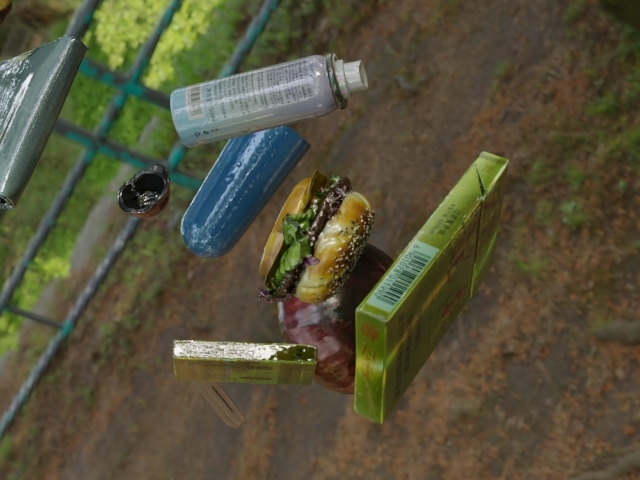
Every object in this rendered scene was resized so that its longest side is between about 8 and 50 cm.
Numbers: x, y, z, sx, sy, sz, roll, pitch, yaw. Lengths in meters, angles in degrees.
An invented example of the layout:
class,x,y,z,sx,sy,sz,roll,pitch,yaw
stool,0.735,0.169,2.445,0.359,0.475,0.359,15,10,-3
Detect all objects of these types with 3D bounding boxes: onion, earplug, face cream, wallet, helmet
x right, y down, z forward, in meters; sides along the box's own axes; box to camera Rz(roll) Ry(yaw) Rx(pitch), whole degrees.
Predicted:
class,x,y,z,sx,sy,sz,roll,pitch,yaw
onion,0.068,0.108,1.958,0.285,0.273,0.273,-20,49,35
earplug,-0.146,-0.090,2.116,0.273,0.132,0.132,-56,22,-3
face cream,-0.058,-0.169,1.429,0.229,0.075,0.075,-12,46,11
wallet,-0.441,-0.161,1.723,0.290,0.054,0.251,-1,66,59
helmet,-0.231,-0.062,1.653,0.084,0.049,0.065,-32,56,7

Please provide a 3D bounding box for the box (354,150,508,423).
class,x,y,z,sx,sy,sz,roll,pitch,yaw
box,0.132,0.049,1.408,0.311,0.043,0.173,-49,-29,-40

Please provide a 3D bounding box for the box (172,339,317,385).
class,x,y,z,sx,sy,sz,roll,pitch,yaw
box,-0.104,0.169,1.659,0.121,0.193,0.030,103,168,-69

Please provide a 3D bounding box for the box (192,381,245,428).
class,x,y,z,sx,sy,sz,roll,pitch,yaw
box,-0.165,0.250,1.925,0.025,0.115,0.048,-42,19,-19

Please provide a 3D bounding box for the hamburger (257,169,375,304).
class,x,y,z,sx,sy,sz,roll,pitch,yaw
hamburger,-0.002,0.002,1.342,0.164,0.093,0.189,-66,-9,12

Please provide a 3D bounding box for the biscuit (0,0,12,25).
class,x,y,z,sx,sy,sz,roll,pitch,yaw
biscuit,-0.560,-0.383,1.854,0.039,0.183,0.174,-30,25,28
